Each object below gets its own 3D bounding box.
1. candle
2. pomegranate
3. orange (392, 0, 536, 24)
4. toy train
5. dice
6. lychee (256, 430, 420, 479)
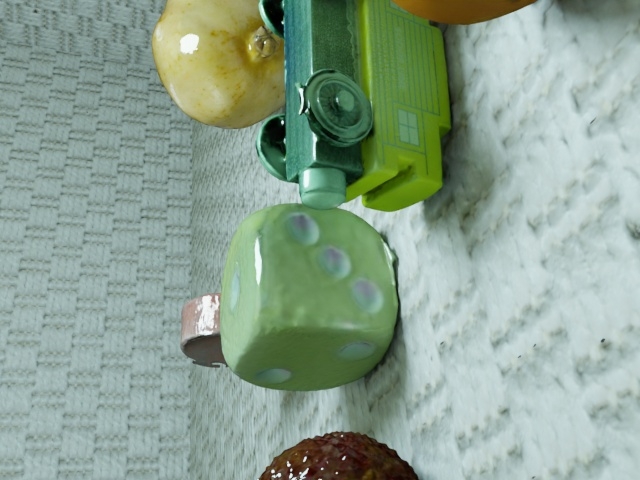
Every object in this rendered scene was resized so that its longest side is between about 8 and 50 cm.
[{"bbox_3d":[-0.124,0.182,1.429,0.317,0.287,0.131,-18,55,22],"label":"candle"},{"bbox_3d":[-0.224,-0.482,1.671,0.411,0.412,0.411,-174,90,-71],"label":"pomegranate"},{"bbox_3d":[0.159,-0.382,0.680,0.312,0.312,0.311,-174,90,-71],"label":"orange"},{"bbox_3d":[0.054,-0.245,0.970,0.179,0.273,0.441,-28,58,54],"label":"toy train"},{"bbox_3d":[-0.028,0.099,1.130,0.254,0.250,0.251,121,148,-50],"label":"dice"},{"bbox_3d":[0.026,0.377,0.895,0.261,0.261,0.260,-174,90,-71],"label":"lychee"}]
